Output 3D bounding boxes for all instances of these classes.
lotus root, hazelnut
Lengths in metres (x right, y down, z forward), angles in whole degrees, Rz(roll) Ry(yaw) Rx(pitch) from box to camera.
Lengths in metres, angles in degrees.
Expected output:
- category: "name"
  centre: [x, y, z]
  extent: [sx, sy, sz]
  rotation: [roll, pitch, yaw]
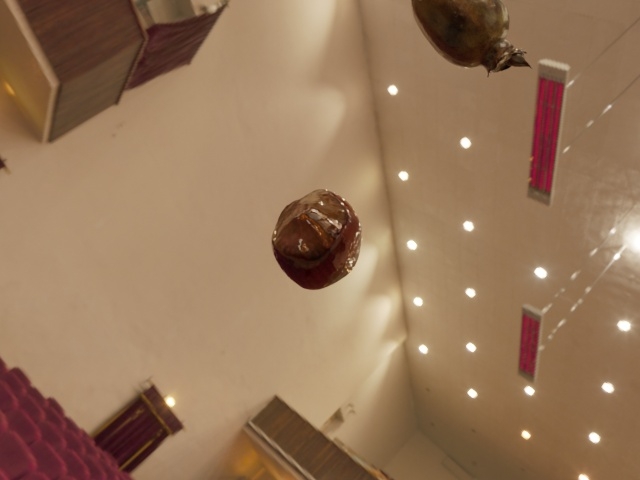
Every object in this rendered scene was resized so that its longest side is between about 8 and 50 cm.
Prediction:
- category: "lotus root"
  centre: [0.282, -0.408, 1.185]
  extent: [0.278, 0.154, 0.154]
  rotation: [51, -24, 6]
- category: "hazelnut"
  centre: [0.000, 0.000, 0.521]
  extent: [0.086, 0.086, 0.086]
  rotation: [38, -27, 24]
